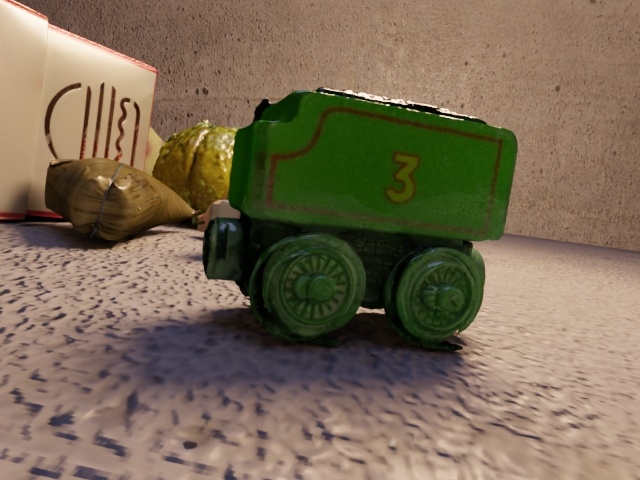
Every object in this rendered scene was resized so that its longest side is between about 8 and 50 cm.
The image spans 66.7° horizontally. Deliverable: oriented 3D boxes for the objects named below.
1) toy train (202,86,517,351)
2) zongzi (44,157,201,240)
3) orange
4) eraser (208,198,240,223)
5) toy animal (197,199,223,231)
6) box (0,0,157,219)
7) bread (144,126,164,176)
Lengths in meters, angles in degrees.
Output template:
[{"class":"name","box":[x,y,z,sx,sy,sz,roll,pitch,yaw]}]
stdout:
[{"class":"toy train","box":[0.032,-0.020,0.395,0.243,0.188,0.132,4,6,-18]},{"class":"zongzi","box":[-0.263,-0.046,0.733,0.256,0.115,0.228,16,3,-39]},{"class":"orange","box":[-0.204,-0.142,1.063,0.301,0.223,0.300,-1,10,-38]},{"class":"eraser","box":[0.000,0.000,0.660,0.279,0.081,0.124,9,6,14]},{"class":"toy animal","box":[-0.136,-0.032,0.834,0.150,0.083,0.089,-3,18,7]},{"class":"box","box":[-0.520,-0.204,0.860,0.312,0.314,0.300,11,4,28]},{"class":"bread","box":[-0.499,-0.234,1.212,0.187,0.155,0.338,12,-33,43]}]
